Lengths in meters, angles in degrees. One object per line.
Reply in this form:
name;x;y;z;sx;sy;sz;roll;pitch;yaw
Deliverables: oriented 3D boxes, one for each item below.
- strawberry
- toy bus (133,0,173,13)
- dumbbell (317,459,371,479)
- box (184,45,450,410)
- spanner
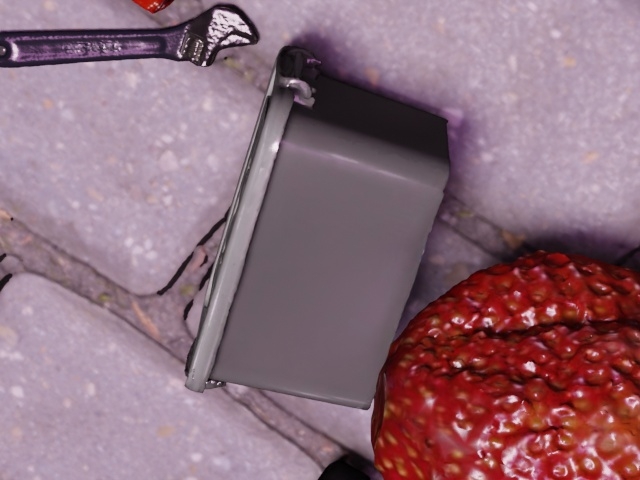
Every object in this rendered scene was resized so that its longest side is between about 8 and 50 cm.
strawberry;0.167;0.148;1.258;0.288;0.250;0.238;13;119;-21
toy bus;-0.160;-0.250;1.271;0.195;0.081;0.089;36;122;-4
dumbbell;0.068;0.253;1.401;0.191;0.100;0.100;29;113;-1
box;0.000;0.000;1.296;0.135;0.163;0.243;17;111;-5
spanner;-0.147;-0.146;1.342;0.208;0.012;0.046;-1;109;12
